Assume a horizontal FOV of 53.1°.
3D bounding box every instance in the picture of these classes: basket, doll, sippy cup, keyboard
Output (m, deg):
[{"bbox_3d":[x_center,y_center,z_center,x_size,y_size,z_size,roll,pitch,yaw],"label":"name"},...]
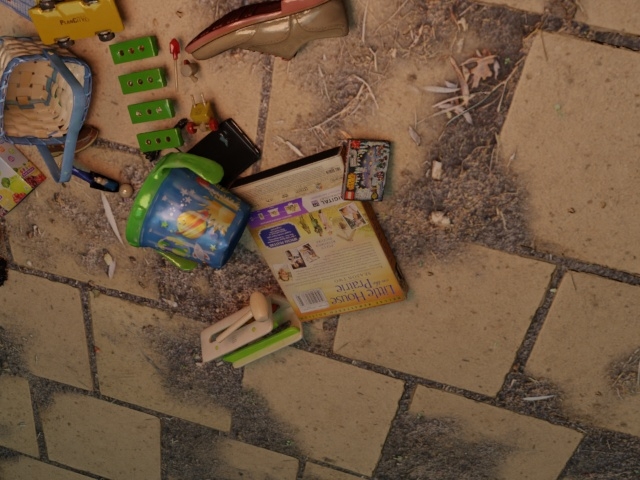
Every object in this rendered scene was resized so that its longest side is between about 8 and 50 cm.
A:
[{"bbox_3d":[-0.604,-0.306,1.415,0.289,0.201,0.255,55,133,28],"label":"basket"},{"bbox_3d":[-0.564,-0.152,1.610,0.189,0.046,0.129,24,170,-23],"label":"doll"},{"bbox_3d":[-0.290,-0.052,1.472,0.224,0.305,0.240,25,83,-1],"label":"sippy cup"},{"bbox_3d":[-0.312,-0.195,1.546,0.317,0.033,0.201,-32,111,31],"label":"keyboard"}]

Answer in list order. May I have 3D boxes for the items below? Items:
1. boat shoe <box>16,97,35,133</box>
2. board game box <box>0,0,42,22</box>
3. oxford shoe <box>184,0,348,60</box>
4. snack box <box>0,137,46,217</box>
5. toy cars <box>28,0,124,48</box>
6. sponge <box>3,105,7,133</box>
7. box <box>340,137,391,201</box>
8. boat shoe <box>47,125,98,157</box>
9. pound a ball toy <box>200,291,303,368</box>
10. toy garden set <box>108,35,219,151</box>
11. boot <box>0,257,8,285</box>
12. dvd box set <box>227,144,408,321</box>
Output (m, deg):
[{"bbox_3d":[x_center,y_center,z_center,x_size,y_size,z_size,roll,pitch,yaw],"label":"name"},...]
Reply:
[{"bbox_3d":[-0.731,-0.299,1.593,0.046,0.038,0.125,-12,119,23],"label":"boat shoe"},{"bbox_3d":[-0.656,-0.577,1.368,0.194,0.060,0.194,19,127,2],"label":"board game box"},{"bbox_3d":[-0.111,-0.408,1.286,0.348,0.123,0.130,-11,125,24],"label":"oxford shoe"},{"bbox_3d":[-0.861,-0.187,1.689,0.174,0.070,0.207,-31,109,32],"label":"snack box"},{"bbox_3d":[-0.447,-0.545,1.315,0.176,0.087,0.394,32,124,-24],"label":"toy cars"},{"bbox_3d":[-0.820,-0.349,1.560,0.210,0.031,0.117,47,139,-11],"label":"sponge"},{"bbox_3d":[0.099,-0.154,1.409,0.094,0.027,0.137,0,111,-14],"label":"box"},{"bbox_3d":[-0.627,-0.249,1.570,0.178,0.064,0.060,-8,145,22],"label":"boat shoe"},{"bbox_3d":[-0.200,0.219,1.710,0.319,0.135,0.208,-30,144,32],"label":"pound a ball toy"},{"bbox_3d":[-0.340,-0.333,1.431,0.204,0.049,0.244,-5,111,20],"label":"toy garden set"},{"bbox_3d":[-1.003,0.082,1.934,0.121,0.045,0.099,26,130,-3],"label":"boot"},{"bbox_3d":[0.000,0.000,1.567,0.308,0.062,0.420,-15,117,25],"label":"dvd box set"}]
